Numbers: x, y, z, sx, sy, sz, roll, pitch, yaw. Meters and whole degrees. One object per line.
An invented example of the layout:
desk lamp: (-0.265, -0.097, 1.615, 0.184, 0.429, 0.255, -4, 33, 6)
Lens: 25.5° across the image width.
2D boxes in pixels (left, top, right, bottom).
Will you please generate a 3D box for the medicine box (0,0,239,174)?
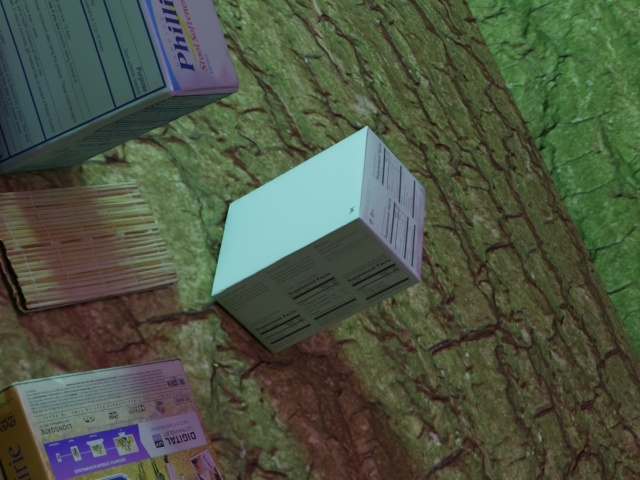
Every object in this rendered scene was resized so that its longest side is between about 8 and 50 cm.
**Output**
medicine box: (-0.282, -0.250, 1.693, 0.149, 0.289, 0.263, -13, 84, -61)

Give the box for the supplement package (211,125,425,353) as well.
supplement package: (0.000, 0.000, 2.000, 0.145, 0.262, 0.204, 46, 31, -29)

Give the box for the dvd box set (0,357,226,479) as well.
dvd box set: (-0.191, 0.346, 1.589, 0.308, 0.062, 0.420, -4, 69, -60)

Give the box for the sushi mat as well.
sushi mat: (-0.296, 0.003, 1.763, 0.316, 0.019, 0.151, -9, 73, -61)
